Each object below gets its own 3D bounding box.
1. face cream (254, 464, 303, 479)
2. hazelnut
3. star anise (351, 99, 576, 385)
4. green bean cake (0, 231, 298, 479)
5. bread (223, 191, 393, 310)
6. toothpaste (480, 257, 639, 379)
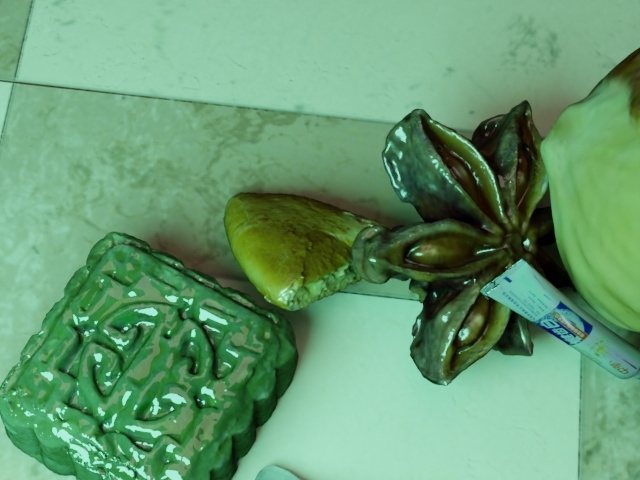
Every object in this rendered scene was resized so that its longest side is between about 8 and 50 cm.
[{"bbox_3d":[0.068,0.273,1.121,0.314,0.089,0.143,20,64,16],"label":"face cream"},{"bbox_3d":[0.289,-0.045,1.196,0.241,0.261,0.261,15,62,-3],"label":"hazelnut"},{"bbox_3d":[0.110,0.000,1.247,0.220,0.099,0.214,-24,85,-34],"label":"star anise"},{"bbox_3d":[-0.131,0.107,1.192,0.183,0.094,0.185,29,69,10],"label":"green bean cake"},{"bbox_3d":[-0.024,-0.006,1.261,0.136,0.054,0.154,28,29,32],"label":"bread"},{"bbox_3d":[0.196,0.067,1.215,0.170,0.045,0.028,33,35,-29],"label":"toothpaste"}]
